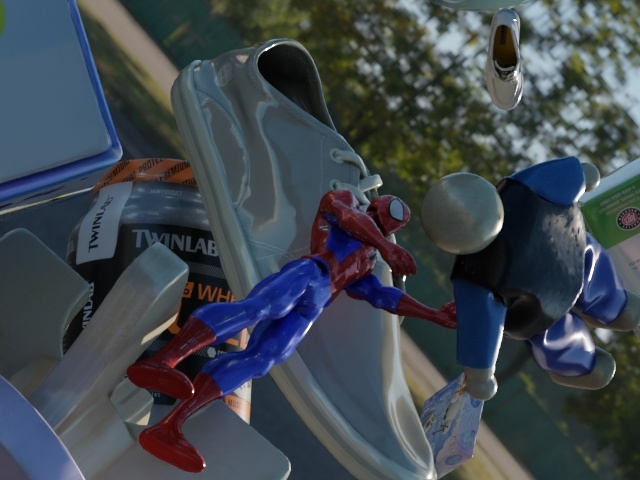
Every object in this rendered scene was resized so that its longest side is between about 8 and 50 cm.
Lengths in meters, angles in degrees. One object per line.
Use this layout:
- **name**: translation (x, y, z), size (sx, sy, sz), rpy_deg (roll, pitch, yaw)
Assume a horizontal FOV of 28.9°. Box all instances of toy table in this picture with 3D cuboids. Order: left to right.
- **toy table**: translation (-0.160, 0.117, 0.794), size (0.252, 0.161, 0.274), rpy_deg (46, -33, 1)

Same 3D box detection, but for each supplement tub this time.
- **supplement tub**: translation (-0.162, 0.091, 1.232), size (0.193, 0.194, 0.316), rpy_deg (44, 45, -66)

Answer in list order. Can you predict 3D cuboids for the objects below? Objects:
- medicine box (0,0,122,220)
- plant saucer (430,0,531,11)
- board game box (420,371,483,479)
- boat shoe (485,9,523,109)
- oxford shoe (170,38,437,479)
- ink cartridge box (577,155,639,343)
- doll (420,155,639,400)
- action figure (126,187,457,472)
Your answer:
- **medicine box**: translation (-0.264, -0.064, 0.677), size (0.289, 0.263, 0.149), rpy_deg (177, -105, -76)
- **plant saucer**: translation (0.107, -0.281, 0.654), size (0.044, 0.317, 0.317), rpy_deg (15, -25, 47)
- **board game box**: translation (0.113, 0.167, 1.107), size (0.020, 0.090, 0.090), rpy_deg (27, 52, -12)
- **boat shoe**: translation (0.170, -0.162, 1.148), size (0.035, 0.035, 0.100), rpy_deg (-68, 160, -54)
- **oxford shoe**: translation (0.000, 0.000, 1.027), size (0.169, 0.130, 0.449), rpy_deg (34, 28, -56)
- **ink cartridge box**: translation (0.359, 0.021, 1.194), size (0.219, 0.160, 0.092), rpy_deg (62, 4, -6)
- **doll**: translation (0.104, 0.021, 0.615), size (0.046, 0.129, 0.189), rpy_deg (24, -10, 39)
- **action figure**: translation (0.014, 0.049, 0.822), size (0.139, 0.280, 0.091), rpy_deg (16, -52, 25)
